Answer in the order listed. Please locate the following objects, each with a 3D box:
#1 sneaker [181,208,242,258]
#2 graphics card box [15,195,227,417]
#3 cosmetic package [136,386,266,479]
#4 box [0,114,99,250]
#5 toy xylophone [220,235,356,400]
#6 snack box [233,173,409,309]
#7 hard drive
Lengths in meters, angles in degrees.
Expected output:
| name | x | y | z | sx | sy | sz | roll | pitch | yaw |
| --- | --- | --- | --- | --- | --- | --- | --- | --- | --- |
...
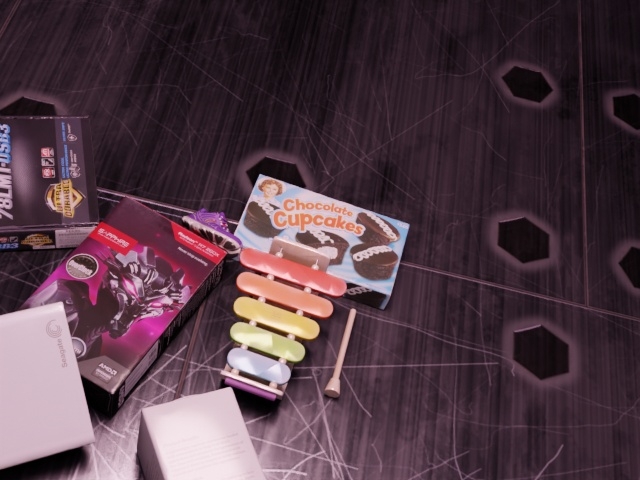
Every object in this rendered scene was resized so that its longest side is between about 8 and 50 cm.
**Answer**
| name | x | y | z | sx | sy | sz | roll | pitch | yaw |
| --- | --- | --- | --- | --- | --- | --- | --- | --- | --- |
| sneaker | -0.198 | -0.024 | 1.936 | 0.071 | 0.068 | 0.170 | -38 | 42 | -21 |
| graphics card box | -0.357 | 0.106 | 1.817 | 0.232 | 0.094 | 0.371 | 30 | 53 | 9 |
| cosmetic package | -0.192 | 0.359 | 1.620 | 0.151 | 0.151 | 0.184 | -10 | 56 | -22 |
| box | -0.579 | -0.113 | 1.950 | 0.293 | 0.073 | 0.296 | -1 | 52 | -16 |
| toy xylophone | -0.053 | 0.153 | 1.849 | 0.236 | 0.081 | 0.323 | 12 | 57 | -4 |
| snack box | 0.000 | 0.000 | 2.011 | 0.321 | 0.060 | 0.187 | 18 | 51 | 1 |
| hard drive | -0.550 | 0.248 | 1.584 | 0.353 | 0.047 | 0.233 | -13 | 87 | -21 |
